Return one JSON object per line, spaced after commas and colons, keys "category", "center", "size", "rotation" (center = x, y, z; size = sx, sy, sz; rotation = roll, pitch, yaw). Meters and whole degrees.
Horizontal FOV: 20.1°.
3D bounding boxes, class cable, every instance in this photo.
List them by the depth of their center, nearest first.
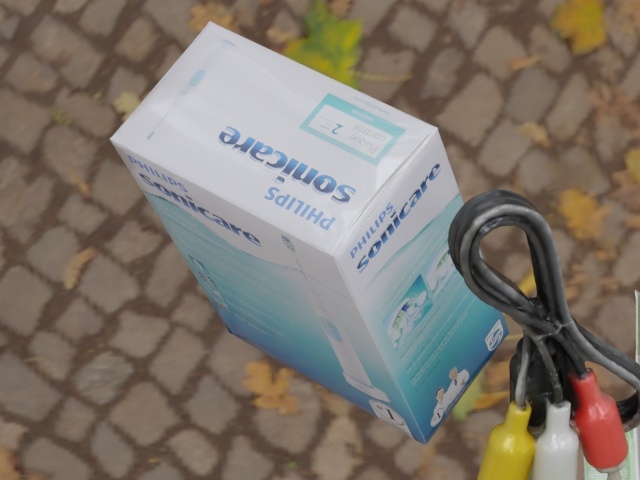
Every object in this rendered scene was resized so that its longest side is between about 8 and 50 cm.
{"category": "cable", "center": [0.164, 0.081, 1.226], "size": [0.139, 0.287, 0.072], "rotation": [-16, 45, -5]}

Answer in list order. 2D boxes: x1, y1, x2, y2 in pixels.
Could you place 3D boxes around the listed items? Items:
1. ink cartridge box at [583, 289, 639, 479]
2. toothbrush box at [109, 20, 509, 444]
{"category": "ink cartridge box", "center": [0.275, 0.168, 1.675], "size": [0.056, 0.171, 0.235], "rotation": [-3, 85, 12]}
{"category": "toothbrush box", "center": [0.000, 0.000, 1.369], "size": [0.126, 0.216, 0.295], "rotation": [-52, 148, -16]}
